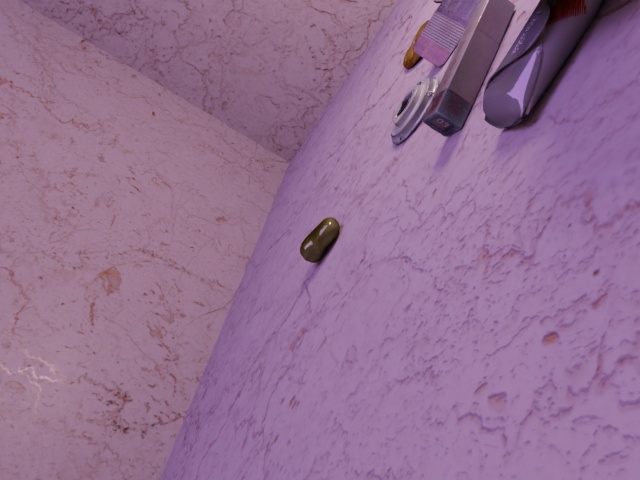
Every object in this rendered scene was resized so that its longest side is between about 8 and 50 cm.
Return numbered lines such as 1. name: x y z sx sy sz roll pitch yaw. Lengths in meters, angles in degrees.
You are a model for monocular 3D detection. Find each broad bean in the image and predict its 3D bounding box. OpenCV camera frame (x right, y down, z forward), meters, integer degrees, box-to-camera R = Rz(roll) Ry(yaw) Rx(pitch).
1. broad bean: 0.000 0.000 1.844 0.174 0.082 0.124 -47 15 12

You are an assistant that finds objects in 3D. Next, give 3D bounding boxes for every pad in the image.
1. pad: 0.344 -0.727 1.753 0.055 0.323 0.250 0 -52 -58

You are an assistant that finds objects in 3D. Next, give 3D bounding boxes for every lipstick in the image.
1. lipstick: 0.364 -0.433 1.345 0.372 0.079 0.076 -64 12 -14

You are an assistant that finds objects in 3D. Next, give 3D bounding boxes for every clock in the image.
1. clock: 0.277 -0.410 1.706 0.237 0.053 0.236 -55 14 20

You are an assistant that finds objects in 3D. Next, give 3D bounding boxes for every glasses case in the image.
1. glasses case: 0.402 -0.351 0.998 0.308 0.083 0.128 -59 12 8

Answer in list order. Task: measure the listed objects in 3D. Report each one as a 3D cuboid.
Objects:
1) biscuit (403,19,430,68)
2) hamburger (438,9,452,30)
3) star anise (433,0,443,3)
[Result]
1. biscuit: 0.376 -0.748 2.099 0.203 0.041 0.260 -56 11 19
2. hamburger: 0.413 -0.700 1.798 0.133 0.062 0.140 -62 11 -20
3. star anise: 0.479 -0.925 1.993 0.228 0.148 0.219 95 155 -47
